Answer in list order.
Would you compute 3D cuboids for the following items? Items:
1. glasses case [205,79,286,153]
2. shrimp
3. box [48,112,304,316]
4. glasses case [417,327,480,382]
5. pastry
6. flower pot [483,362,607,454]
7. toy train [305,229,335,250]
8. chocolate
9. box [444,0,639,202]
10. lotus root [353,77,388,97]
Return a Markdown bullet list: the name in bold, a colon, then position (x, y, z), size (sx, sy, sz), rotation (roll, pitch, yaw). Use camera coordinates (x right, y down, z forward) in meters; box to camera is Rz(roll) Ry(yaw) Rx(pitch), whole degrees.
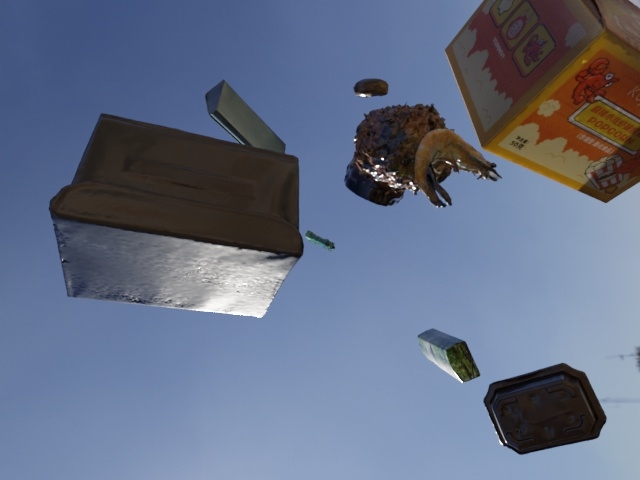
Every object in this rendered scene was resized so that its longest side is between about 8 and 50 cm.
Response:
- **glasses case**: position (-0.189, -0.276, 1.151), size (0.266, 0.056, 0.105), rotation (41, -132, -48)
- **shrimp**: position (0.282, -0.133, 0.915), size (0.219, 0.046, 0.152), rotation (18, -95, -26)
- **box**: position (-0.230, -0.023, 0.767), size (0.345, 0.251, 0.204), rotation (10, -127, -17)
- **glasses case**: position (0.333, 0.302, 1.202), size (0.272, 0.062, 0.095), rotation (107, 139, -85)
- **pastry**: position (0.214, -0.219, 1.137), size (0.275, 0.275, 0.192), rotation (46, -145, -30)
- **flower pot**: position (0.522, 0.405, 1.059), size (0.084, 0.251, 0.178), rotation (16, -128, -62)
- **toy train**: position (0.000, 0.000, 1.260), size (0.029, 0.092, 0.045), rotation (-61, -25, -8)
- **chocolate**: position (0.222, -0.273, 1.604), size (0.225, 0.210, 0.340), rotation (23, -158, -2)
- **box**: position (0.386, -0.247, 0.678), size (0.284, 0.214, 0.259), rotation (15, -131, -22)
- **lotus root**: position (0.114, -0.352, 1.031), size (0.030, 0.083, 0.037), rotation (69, -151, -52)
